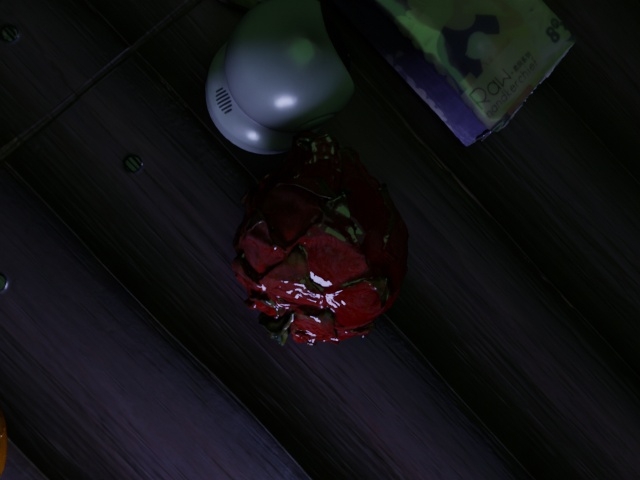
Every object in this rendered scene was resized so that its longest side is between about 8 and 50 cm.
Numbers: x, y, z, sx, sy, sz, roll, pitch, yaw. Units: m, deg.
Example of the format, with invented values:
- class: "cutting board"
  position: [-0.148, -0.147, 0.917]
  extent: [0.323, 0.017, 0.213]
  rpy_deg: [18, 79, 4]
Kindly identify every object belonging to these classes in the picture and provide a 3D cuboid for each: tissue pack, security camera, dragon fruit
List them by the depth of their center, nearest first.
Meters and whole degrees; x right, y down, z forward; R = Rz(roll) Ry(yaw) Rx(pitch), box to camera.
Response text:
- class: "dragon fruit"
  position: [0.000, 0.000, 1.366]
  extent: [0.244, 0.244, 0.299]
  rpy_deg: [-7, 99, -20]
- class: "security camera"
  position: [-0.053, -0.236, 1.398]
  extent: [0.194, 0.236, 0.194]
  rpy_deg: [4, 77, -16]
- class: "tissue pack"
  position: [0.208, -0.345, 1.564]
  extent: [0.344, 0.125, 0.242]
  rpy_deg: [45, 70, -6]

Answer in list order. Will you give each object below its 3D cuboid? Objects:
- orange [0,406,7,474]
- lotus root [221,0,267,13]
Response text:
- class: "orange"
  position: [-0.488, 0.241, 1.151]
  extent: [0.246, 0.246, 0.246]
  rpy_deg: [4, 78, -18]
- class: "lotus root"
  position: [-0.089, -0.403, 1.505]
  extent: [0.144, 0.070, 0.143]
  rpy_deg: [39, 71, -8]
